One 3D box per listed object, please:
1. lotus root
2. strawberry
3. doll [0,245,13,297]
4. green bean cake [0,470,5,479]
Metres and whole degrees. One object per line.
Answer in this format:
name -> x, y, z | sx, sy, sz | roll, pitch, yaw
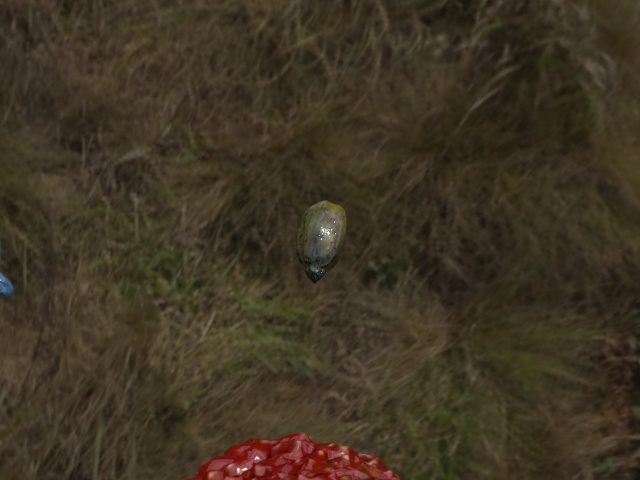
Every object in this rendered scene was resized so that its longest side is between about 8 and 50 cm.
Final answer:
lotus root -> 0.000, 0.000, 1.303 | 0.054, 0.049, 0.099 | 1, 57, 17
strawberry -> 0.018, 0.146, 0.597 | 0.167, 0.208, 0.087 | 38, 56, -28
doll -> -0.470, -0.064, 1.393 | 0.099, 0.346, 0.341 | -38, 96, -2
green bean cake -> -0.573, 0.330, 1.436 | 0.319, 0.335, 0.218 | -22, 108, 1
